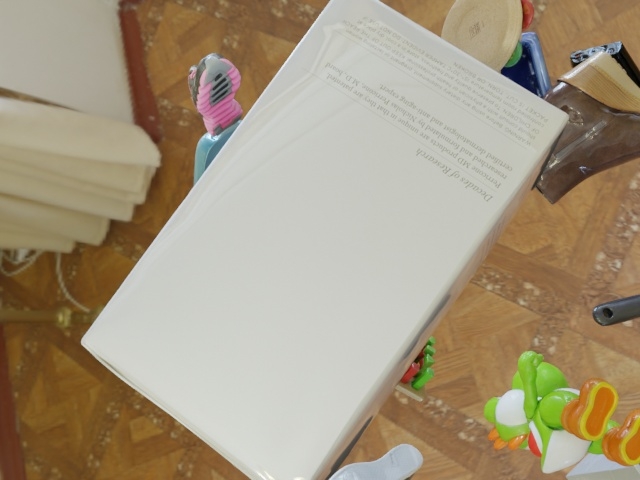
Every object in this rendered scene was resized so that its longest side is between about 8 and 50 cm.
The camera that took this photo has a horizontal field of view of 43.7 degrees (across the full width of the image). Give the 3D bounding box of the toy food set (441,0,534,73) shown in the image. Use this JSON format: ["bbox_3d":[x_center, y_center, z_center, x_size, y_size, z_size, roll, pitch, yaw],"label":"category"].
[{"bbox_3d":[0.124,-0.157,0.604,0.082,0.020,0.083,-48,47,38],"label":"toy food set"}]

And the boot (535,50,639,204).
[{"bbox_3d":[0.412,-0.127,1.170,0.248,0.090,0.207,43,95,-4],"label":"boot"}]

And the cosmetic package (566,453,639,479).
[{"bbox_3d":[0.629,0.492,1.623,0.127,0.107,0.238,55,151,5],"label":"cosmetic package"}]

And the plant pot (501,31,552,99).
[{"bbox_3d":[0.271,-0.200,1.329,0.236,0.212,0.235,-14,97,17],"label":"plant pot"}]

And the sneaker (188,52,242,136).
[{"bbox_3d":[-0.103,-0.140,0.723,0.047,0.119,0.057,-33,79,-14],"label":"sneaker"}]

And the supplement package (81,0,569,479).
[{"bbox_3d":[0.011,0.009,0.571,0.175,0.177,0.293,35,86,12],"label":"supplement package"}]

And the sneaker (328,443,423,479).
[{"bbox_3d":[0.111,0.591,1.875,0.104,0.296,0.146,44,129,33],"label":"sneaker"}]

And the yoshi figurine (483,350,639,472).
[{"bbox_3d":[0.435,0.292,1.448,0.362,0.203,0.203,160,102,-68],"label":"yoshi figurine"}]

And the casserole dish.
[{"bbox_3d":[-0.166,-0.126,1.316,0.037,0.114,0.188,36,142,18],"label":"casserole dish"}]

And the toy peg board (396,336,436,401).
[{"bbox_3d":[0.198,0.268,1.889,0.161,0.161,0.079,30,125,-12],"label":"toy peg board"}]

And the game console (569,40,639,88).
[{"bbox_3d":[0.692,-0.326,1.602,0.361,0.213,0.044,-1,56,48],"label":"game console"}]

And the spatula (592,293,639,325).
[{"bbox_3d":[0.469,0.079,1.076,0.030,0.297,0.084,-46,57,50],"label":"spatula"}]
